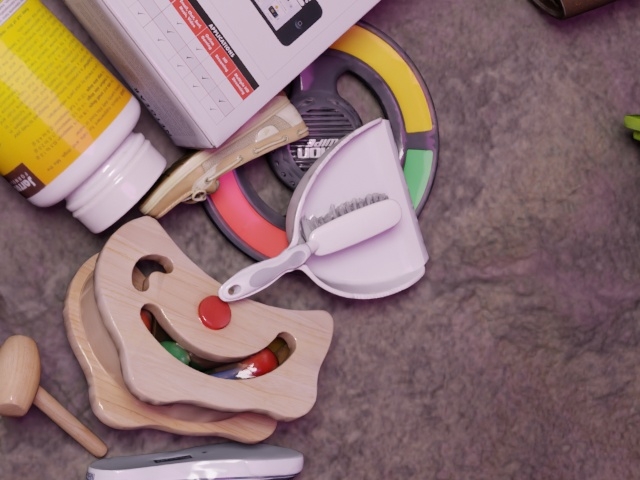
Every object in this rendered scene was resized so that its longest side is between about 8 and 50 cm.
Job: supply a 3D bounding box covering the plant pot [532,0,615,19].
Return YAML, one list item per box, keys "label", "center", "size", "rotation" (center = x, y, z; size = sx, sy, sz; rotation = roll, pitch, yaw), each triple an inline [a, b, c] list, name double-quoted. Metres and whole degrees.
- label: "plant pot"
  center: [0.267, -0.308, 1.184]
  size: [0.230, 0.215, 0.215]
  rotation: [-39, 105, 0]

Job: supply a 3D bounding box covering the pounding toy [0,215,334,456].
- label: "pounding toy"
  center: [-0.139, 0.085, 1.109]
  size: [0.269, 0.155, 0.154]
  rotation: [12, 60, -30]

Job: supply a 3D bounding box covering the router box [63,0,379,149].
- label: "router box"
  center: [-0.086, -0.291, 1.036]
  size: [0.301, 0.082, 0.335]
  rotation: [-43, 112, -18]

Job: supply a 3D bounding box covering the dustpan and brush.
- label: "dustpan and brush"
  center: [0.000, 0.000, 1.113]
  size: [0.211, 0.060, 0.147]
  rotation: [-24, 108, -21]

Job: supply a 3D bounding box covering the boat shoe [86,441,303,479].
- label: "boat shoe"
  center: [-0.104, 0.220, 1.134]
  size: [0.183, 0.065, 0.083]
  rotation: [-3, 96, -14]

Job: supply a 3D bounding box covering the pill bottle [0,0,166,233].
- label: "pill bottle"
  center: [-0.222, -0.108, 1.042]
  size: [0.215, 0.117, 0.117]
  rotation: [46, 77, -16]

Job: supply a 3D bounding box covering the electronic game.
- label: "electronic game"
  center: [-0.003, -0.084, 1.161]
  size: [0.229, 0.048, 0.229]
  rotation: [-1, 93, -21]

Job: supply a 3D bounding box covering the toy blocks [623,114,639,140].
- label: "toy blocks"
  center: [0.468, 0.012, 1.289]
  size: [0.381, 0.191, 0.261]
  rotation: [-3, 105, -21]

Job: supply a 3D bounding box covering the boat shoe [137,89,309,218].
- label: "boat shoe"
  center: [-0.079, -0.062, 1.094]
  size: [0.153, 0.056, 0.048]
  rotation: [-40, 102, -16]
